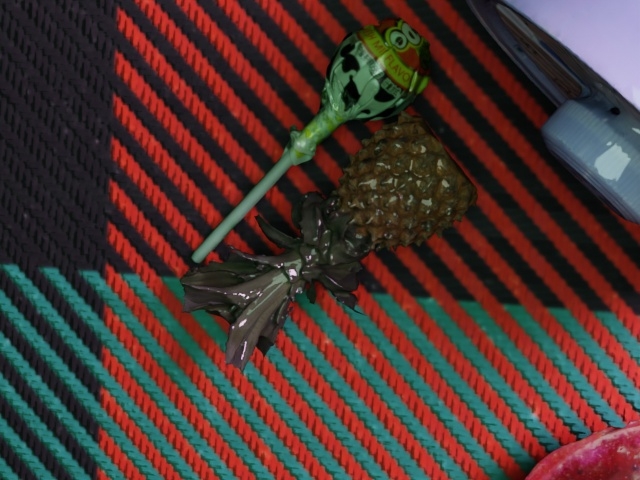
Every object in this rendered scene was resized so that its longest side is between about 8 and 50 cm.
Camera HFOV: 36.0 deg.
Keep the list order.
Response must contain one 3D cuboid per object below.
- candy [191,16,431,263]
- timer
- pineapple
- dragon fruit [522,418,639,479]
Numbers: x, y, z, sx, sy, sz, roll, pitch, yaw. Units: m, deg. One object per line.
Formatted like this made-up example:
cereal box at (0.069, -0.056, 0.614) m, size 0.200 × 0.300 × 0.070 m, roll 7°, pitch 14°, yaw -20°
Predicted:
candy at (-0.017, -0.083, 0.918) m, size 0.305 × 0.091 × 0.083 m, roll -45°, pitch 76°, yaw 19°
timer at (0.248, -0.113, 0.726) m, size 0.395 × 0.395 × 0.173 m, roll 44°, pitch 101°, yaw 2°
pineapple at (0.000, 0.000, 0.887) m, size 0.277 × 0.119 × 0.130 m, roll -38°, pitch 131°, yaw 9°
dragon fruit at (0.232, 0.281, 0.889) m, size 0.212 × 0.134 × 0.262 m, roll 7°, pitch 80°, yaw 18°
